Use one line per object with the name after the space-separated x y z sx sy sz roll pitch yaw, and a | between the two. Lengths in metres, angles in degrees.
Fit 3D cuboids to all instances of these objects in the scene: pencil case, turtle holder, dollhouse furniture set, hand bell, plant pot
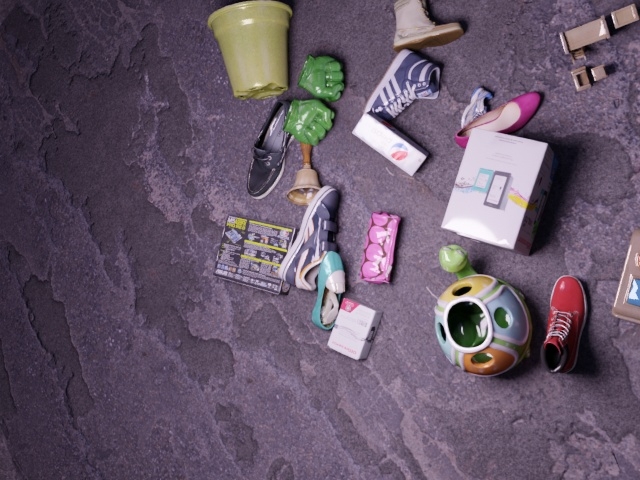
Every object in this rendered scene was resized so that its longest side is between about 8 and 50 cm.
0.177 0.021 1.906 0.098 0.095 0.209 3 85 64 | pencil case
0.406 0.182 1.677 0.243 0.227 0.320 8 86 30 | turtle holder
0.732 -0.494 1.704 0.182 0.101 0.161 -17 99 25 | dollhouse furniture set
-0.041 -0.244 2.074 0.126 0.126 0.242 -12 64 26 | hand bell
-0.209 -0.597 2.131 0.276 0.276 0.254 -9 89 27 | plant pot

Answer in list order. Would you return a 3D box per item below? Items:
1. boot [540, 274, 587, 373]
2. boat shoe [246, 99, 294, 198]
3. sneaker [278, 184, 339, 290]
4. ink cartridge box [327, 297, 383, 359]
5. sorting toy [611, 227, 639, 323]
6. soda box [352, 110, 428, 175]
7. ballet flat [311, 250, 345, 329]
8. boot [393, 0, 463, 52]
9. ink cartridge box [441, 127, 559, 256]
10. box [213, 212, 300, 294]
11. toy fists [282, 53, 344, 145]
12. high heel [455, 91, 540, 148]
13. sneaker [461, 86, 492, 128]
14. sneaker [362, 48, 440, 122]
0.588 0.200 1.607 0.088 0.176 0.244 4 83 30 | boot
-0.165 -0.298 2.125 0.127 0.113 0.340 35 99 28 | boat shoe
0.000 0.000 1.986 0.127 0.126 0.321 29 98 26 | sneaker
0.101 0.257 1.924 0.109 0.063 0.150 21 93 29 | ink cartridge box
0.868 0.110 1.545 0.307 0.041 0.229 15 90 29 | sorting toy
0.202 -0.280 1.900 0.216 0.069 0.074 37 113 4 | soda box
0.035 0.154 1.934 0.087 0.083 0.247 37 124 47 | ballet flat
0.313 -0.653 1.944 0.213 0.077 0.165 -5 78 30 | boot
0.466 -0.120 1.709 0.197 0.198 0.270 19 92 29 | ink cartridge box
-0.202 0.041 2.124 0.270 0.060 0.216 12 88 29 | box
-0.009 -0.435 2.045 0.142 0.096 0.279 18 88 -14 | toy fists
0.475 -0.330 1.781 0.244 0.117 0.082 -30 69 22 | high heel
0.437 -0.361 1.846 0.058 0.052 0.135 25 95 25 | sneaker
0.241 -0.412 1.933 0.153 0.099 0.282 32 95 30 | sneaker
